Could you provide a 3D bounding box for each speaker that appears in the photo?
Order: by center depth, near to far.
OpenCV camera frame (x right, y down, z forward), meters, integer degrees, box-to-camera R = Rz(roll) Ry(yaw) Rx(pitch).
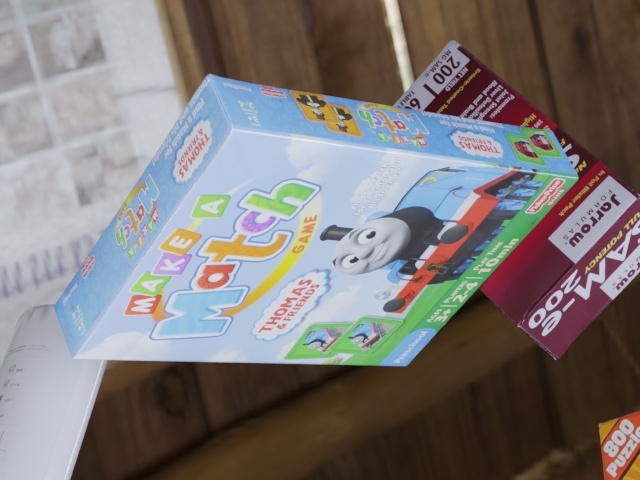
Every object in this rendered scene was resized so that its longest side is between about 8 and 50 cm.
[{"bbox_3d":[-0.148,0.097,0.744,0.055,0.055,0.136,-9,-139,18],"label":"speaker"}]

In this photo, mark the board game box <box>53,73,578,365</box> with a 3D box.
[{"bbox_3d":[0.000,0.000,0.708,0.211,0.039,0.160,5,137,-38],"label":"board game box"}]

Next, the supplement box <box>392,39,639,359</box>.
[{"bbox_3d":[0.139,-0.037,1.112,0.130,0.073,0.239,-48,-132,6],"label":"supplement box"}]

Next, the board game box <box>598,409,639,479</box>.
[{"bbox_3d":[0.472,0.300,1.098,0.356,0.356,0.356,23,145,-37],"label":"board game box"}]
